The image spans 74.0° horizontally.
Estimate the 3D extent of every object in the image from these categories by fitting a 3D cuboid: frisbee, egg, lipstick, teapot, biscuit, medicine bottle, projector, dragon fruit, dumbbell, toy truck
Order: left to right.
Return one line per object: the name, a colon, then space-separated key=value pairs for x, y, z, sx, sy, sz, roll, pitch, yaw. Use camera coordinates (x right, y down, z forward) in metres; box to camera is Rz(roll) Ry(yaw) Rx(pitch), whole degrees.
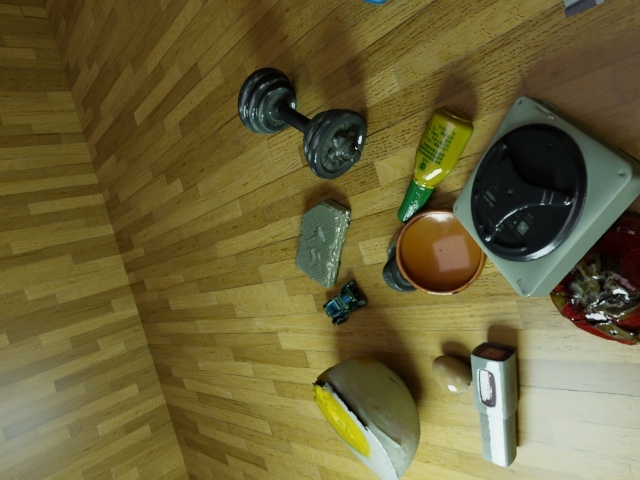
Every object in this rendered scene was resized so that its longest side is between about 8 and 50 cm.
dumbbell: x=-0.053 y=-0.298 z=1.069 sx=0.406 sy=0.179 sz=0.179 roll=38 pitch=128 yaw=30
biscuit: x=0.000 y=0.000 z=1.206 sx=0.150 sy=0.052 sz=0.252 roll=34 pitch=126 yaw=35
toy truck: x=0.054 y=0.185 z=1.193 sx=0.080 sy=0.078 sz=0.154 roll=57 pitch=136 yaw=18
egg: x=0.141 y=0.433 z=1.093 sx=0.337 sy=0.201 sz=0.336 roll=45 pitch=157 yaw=25
teapot: x=0.194 y=0.065 z=1.018 sx=0.092 sy=0.124 sz=0.091 roll=29 pitch=162 yaw=-13
medicine bottle: x=0.230 y=-0.148 z=0.904 sx=0.095 sy=0.064 sz=0.260 roll=43 pitch=130 yaw=31
frisbee: x=0.261 y=0.025 z=0.930 sx=0.192 sy=0.035 sz=0.191 roll=4 pitch=99 yaw=24
egg: x=0.300 y=0.306 z=0.973 sx=0.096 sy=0.080 sz=0.080 roll=50 pitch=133 yaw=28
lipstick: x=0.376 y=0.351 z=0.910 sx=0.079 sy=0.078 sz=0.252 roll=5 pitch=108 yaw=46
projector: x=0.354 y=-0.077 z=0.723 sx=0.257 sy=0.079 sz=0.258 roll=-112 pitch=34 yaw=-46
dragon fruit: x=0.459 y=0.074 z=0.675 sx=0.219 sy=0.148 sz=0.223 roll=-6 pitch=98 yaw=48

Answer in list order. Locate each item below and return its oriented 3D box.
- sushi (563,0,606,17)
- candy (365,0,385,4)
sushi: x=0.436 y=-0.456 z=0.594 sx=0.215 sy=0.051 sz=0.191 roll=-8 pitch=97 yaw=48
candy: x=0.077 y=-0.646 z=0.829 sx=0.100 sy=0.157 sz=0.305 roll=-1 pitch=103 yaw=47
